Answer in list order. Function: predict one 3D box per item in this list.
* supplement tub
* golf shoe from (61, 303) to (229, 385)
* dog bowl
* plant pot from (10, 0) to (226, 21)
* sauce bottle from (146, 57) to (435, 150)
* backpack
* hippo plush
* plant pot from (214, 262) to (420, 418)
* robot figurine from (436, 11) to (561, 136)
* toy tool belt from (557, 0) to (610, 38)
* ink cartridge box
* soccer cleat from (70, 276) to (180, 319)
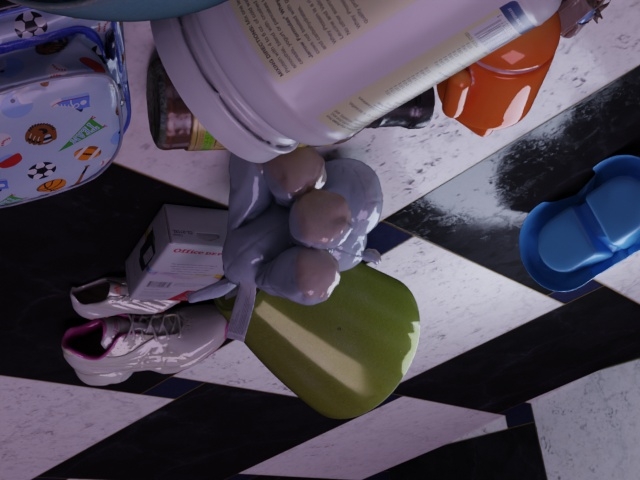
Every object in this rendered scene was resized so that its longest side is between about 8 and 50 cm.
[{"bbox_3d":[0.028,-0.234,0.781,0.325,0.235,0.235,-28,149,23],"label":"supplement tub"},{"bbox_3d":[-0.312,0.174,1.497,0.306,0.115,0.140,-17,149,3],"label":"golf shoe"},{"bbox_3d":[0.487,-0.027,1.470,0.074,0.166,0.297,-3,152,-44],"label":"dog bowl"},{"bbox_3d":[-0.108,-0.287,0.611,0.290,0.290,0.195,-28,166,24],"label":"plant pot"},{"bbox_3d":[-0.029,-0.167,1.011,0.344,0.111,0.111,-5,150,-18],"label":"sauce bottle"},{"bbox_3d":[-0.300,-0.155,0.819,0.276,0.213,0.263,-12,163,-11],"label":"backpack"},{"bbox_3d":[0.000,0.000,1.179,0.236,0.234,0.294,-4,119,-43],"label":"hippo plush"},{"bbox_3d":[-0.029,0.120,1.412,0.275,0.275,0.293,-31,134,28],"label":"plant pot"},{"bbox_3d":[0.212,-0.222,1.012,0.158,0.128,0.219,-8,152,-8],"label":"robot figurine"},{"bbox_3d":[0.325,-0.288,1.036,0.051,0.052,0.083,-32,173,-44],"label":"toy tool belt"},{"bbox_3d":[-0.211,0.023,1.305,0.127,0.072,0.175,6,146,-33],"label":"ink cartridge box"},{"bbox_3d":[-0.313,0.087,1.385,0.196,0.068,0.076,-11,149,0],"label":"soccer cleat"}]
